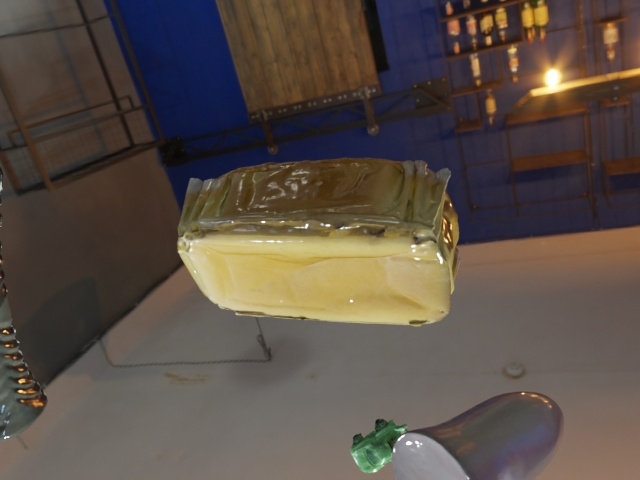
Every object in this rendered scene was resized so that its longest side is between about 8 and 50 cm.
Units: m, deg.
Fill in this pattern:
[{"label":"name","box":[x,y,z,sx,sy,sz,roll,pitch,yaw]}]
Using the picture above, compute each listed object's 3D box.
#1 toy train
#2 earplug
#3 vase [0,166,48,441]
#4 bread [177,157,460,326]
[{"label":"toy train","box":[0.150,0.495,1.321,0.149,0.099,0.081,-30,-178,-6]},{"label":"earplug","box":[0.276,0.319,0.859,0.301,0.173,0.172,-16,-163,-35]},{"label":"vase","box":[-0.304,0.060,0.473,0.115,0.238,0.115,-2,-158,1]},{"label":"bread","box":[0.000,0.000,0.498,0.240,0.136,0.107,0,-135,18]}]
